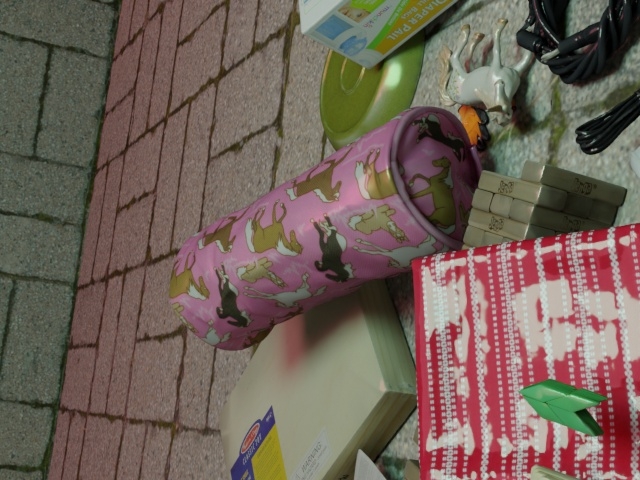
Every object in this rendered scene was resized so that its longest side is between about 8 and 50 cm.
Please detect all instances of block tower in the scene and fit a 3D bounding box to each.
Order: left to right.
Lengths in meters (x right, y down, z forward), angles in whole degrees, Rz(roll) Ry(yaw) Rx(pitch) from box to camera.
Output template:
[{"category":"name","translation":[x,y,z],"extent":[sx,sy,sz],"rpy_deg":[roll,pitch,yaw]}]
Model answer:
[{"category":"block tower","translation":[0.160,0.100,0.847],"extent":[0.097,0.091,0.336],"rpy_deg":[27,103,63]}]

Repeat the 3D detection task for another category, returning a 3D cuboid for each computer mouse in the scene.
[{"category":"computer mouse","translation":[0.260,-0.066,0.699],"extent":[0.106,0.042,0.193],"rpy_deg":[-33,34,9]}]

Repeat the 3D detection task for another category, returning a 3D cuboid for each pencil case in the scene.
[{"category":"pencil case","translation":[0.000,0.000,1.046],"extent":[0.386,0.167,0.160],"rpy_deg":[-27,36,39]}]

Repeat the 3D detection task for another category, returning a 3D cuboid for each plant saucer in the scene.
[{"category":"plant saucer","translation":[0.055,-0.220,1.263],"extent":[0.241,0.037,0.241],"rpy_deg":[-37,47,56]}]

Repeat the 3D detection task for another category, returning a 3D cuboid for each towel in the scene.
[{"category":"towel","translation":[0.187,0.090,0.723],"extent":[0.274,0.031,0.199],"rpy_deg":[-10,73,36]}]

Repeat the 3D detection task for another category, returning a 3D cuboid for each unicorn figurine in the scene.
[{"category":"unicorn figurine","translation":[0.168,-0.164,0.973],"extent":[0.162,0.060,0.111],"rpy_deg":[178,105,-74]}]

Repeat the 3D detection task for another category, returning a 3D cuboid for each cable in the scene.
[{"category":"cable","translation":[0.242,-0.236,0.864],"extent":[0.184,0.047,0.150],"rpy_deg":[-63,28,27]}]

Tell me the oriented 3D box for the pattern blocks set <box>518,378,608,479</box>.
[{"category":"pattern blocks set","translation":[0.192,0.259,0.657],"extent":[0.285,0.026,0.325],"rpy_deg":[0,97,44]}]

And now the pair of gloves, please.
[{"category":"pair of gloves","translation":[0.172,-0.139,1.015],"extent":[0.083,0.010,0.074],"rpy_deg":[-55,34,39]}]

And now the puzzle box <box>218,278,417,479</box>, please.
[{"category":"puzzle box","translation":[-0.020,0.210,1.224],"extent":[0.409,0.052,0.272],"rpy_deg":[-59,32,35]}]

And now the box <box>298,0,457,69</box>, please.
[{"category":"box","translation":[0.080,-0.308,1.112],"extent":[0.203,0.114,0.103],"rpy_deg":[-33,49,39]}]

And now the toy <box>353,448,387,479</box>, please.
[{"category":"toy","translation":[0.080,0.317,0.967],"extent":[0.237,0.056,0.137],"rpy_deg":[-150,69,-69]}]
